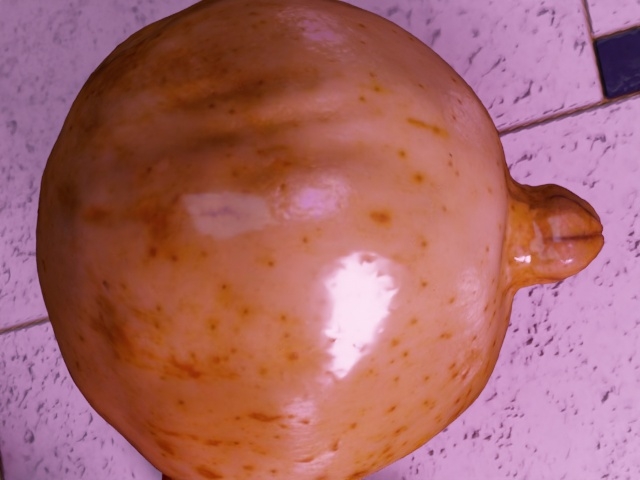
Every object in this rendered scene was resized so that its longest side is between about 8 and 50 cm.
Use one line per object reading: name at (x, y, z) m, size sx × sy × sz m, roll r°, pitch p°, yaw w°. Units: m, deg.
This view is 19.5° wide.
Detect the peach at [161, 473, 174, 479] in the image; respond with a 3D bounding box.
peach at (-0.092, 0.197, 1.534) m, size 0.098 × 0.061 × 0.098 m, roll 1°, pitch 91°, yaw 24°

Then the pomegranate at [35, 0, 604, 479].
pomegranate at (0.000, 0.000, 1.356) m, size 0.410 × 0.410 × 0.410 m, roll -3°, pitch 83°, yaw 25°
